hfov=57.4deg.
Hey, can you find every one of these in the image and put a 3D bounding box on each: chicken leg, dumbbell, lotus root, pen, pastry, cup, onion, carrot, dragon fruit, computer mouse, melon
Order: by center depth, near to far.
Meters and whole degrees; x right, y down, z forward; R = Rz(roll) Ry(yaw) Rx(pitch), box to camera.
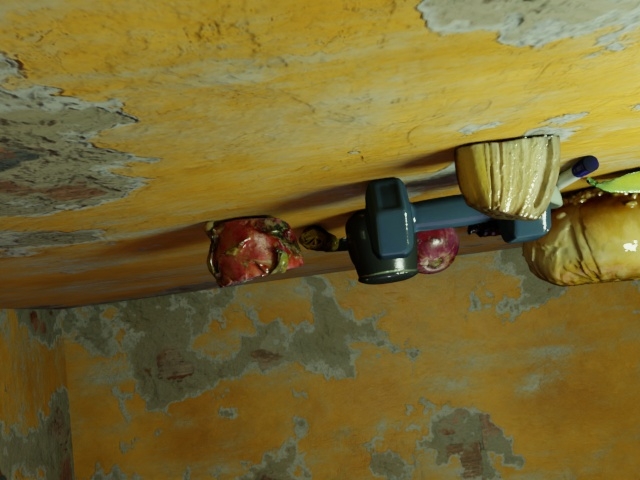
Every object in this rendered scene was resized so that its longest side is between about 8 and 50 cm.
[{"bbox_3d":[0.284,-0.098,0.916,0.159,0.135,0.095,5,174,1],"label":"lotus root"},{"bbox_3d":[0.243,-0.053,1.065,0.324,0.160,0.144,-9,-159,3],"label":"dumbbell"},{"bbox_3d":[0.508,-0.127,1.214,0.033,0.033,0.269,-8,173,2],"label":"pen"},{"bbox_3d":[0.440,-0.105,1.224,0.089,0.056,0.181,-10,165,42],"label":"computer mouse"},{"bbox_3d":[0.722,-0.140,1.288,0.261,0.053,0.114,-9,165,8],"label":"melon"},{"bbox_3d":[-0.160,0.017,1.290,0.211,0.147,0.282,-14,180,-30],"label":"dragon fruit"},{"bbox_3d":[0.138,0.018,1.400,0.169,0.177,0.223,-7,173,-30],"label":"cup"},{"bbox_3d":[0.734,-0.012,1.508,0.409,0.245,0.409,-5,171,-1],"label":"pastry"},{"bbox_3d":[-0.001,0.001,1.557,0.068,0.069,0.228,-9,174,14],"label":"carrot"},{"bbox_3d":[0.316,0.016,1.701,0.177,0.154,0.177,3,159,1],"label":"onion"},{"bbox_3d":[0.558,-0.047,1.795,0.233,0.063,0.105,-7,178,-21],"label":"chicken leg"}]

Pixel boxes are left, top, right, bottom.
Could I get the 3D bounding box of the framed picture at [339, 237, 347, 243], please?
[{"bbox_3d":[0.160,0.007,1.986,0.244,0.013,0.324,-7,172,-10],"label":"framed picture"}]
